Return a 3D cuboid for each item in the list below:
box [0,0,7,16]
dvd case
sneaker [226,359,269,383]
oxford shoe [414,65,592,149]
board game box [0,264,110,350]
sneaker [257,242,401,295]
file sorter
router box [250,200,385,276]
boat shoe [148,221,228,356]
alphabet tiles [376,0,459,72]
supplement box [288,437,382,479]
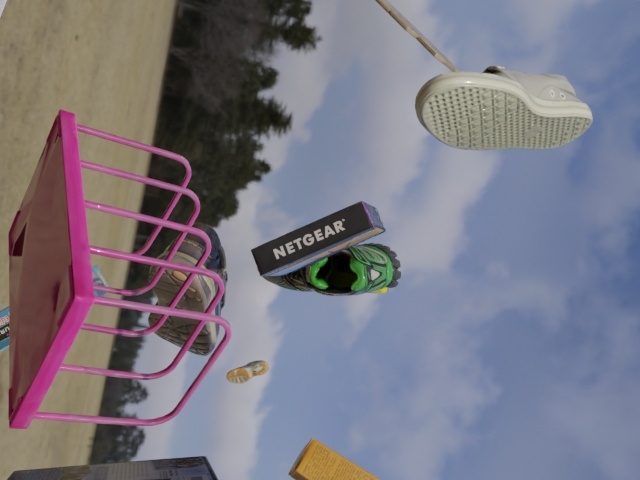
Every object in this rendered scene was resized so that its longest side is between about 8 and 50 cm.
[{"bbox_3d":[-0.742,-0.526,1.594,0.072,0.137,0.126,9,-102,36],"label":"box"},{"bbox_3d":[-0.257,0.298,0.925,0.180,0.252,0.022,156,-68,-75],"label":"dvd case"},{"bbox_3d":[-0.141,0.252,1.453,0.037,0.083,0.032,-163,-120,-77],"label":"sneaker"},{"bbox_3d":[0.332,-0.257,1.398,0.169,0.449,0.130,-42,-120,44],"label":"oxford shoe"},{"bbox_3d":[-0.659,0.175,1.713,0.079,0.336,0.254,61,-5,-4],"label":"board game box"},{"bbox_3d":[-0.008,0.049,1.611,0.343,0.146,0.134,-1,-88,38],"label":"sneaker"},{"bbox_3d":[-0.232,0.038,0.854,0.202,0.182,0.291,-54,-141,30],"label":"file sorter"},{"bbox_3d":[0.000,0.000,1.117,0.046,0.178,0.133,67,11,7],"label":"router box"},{"bbox_3d":[-0.211,0.092,1.305,0.130,0.132,0.355,-62,178,-30],"label":"boat shoe"},{"bbox_3d":[0.172,-0.483,1.642,0.011,0.285,0.343,-46,-114,17],"label":"alphabet tiles"},{"bbox_3d":[0.060,0.462,1.403,0.080,0.233,0.078,-59,178,-28],"label":"supplement box"}]
